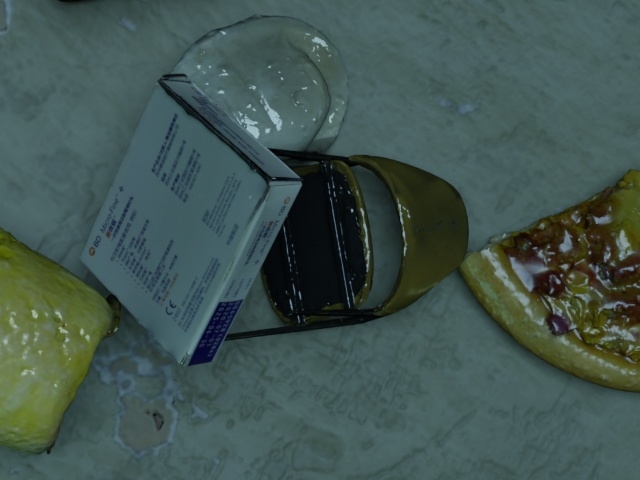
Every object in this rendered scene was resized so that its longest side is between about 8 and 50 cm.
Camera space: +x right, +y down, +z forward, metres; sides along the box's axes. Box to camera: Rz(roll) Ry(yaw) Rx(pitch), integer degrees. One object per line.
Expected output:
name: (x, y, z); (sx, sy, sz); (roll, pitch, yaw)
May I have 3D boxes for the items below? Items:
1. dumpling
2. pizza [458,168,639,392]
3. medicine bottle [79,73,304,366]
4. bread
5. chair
dumpling: (-0.060, -0.143, 1.578); (0.176, 0.092, 0.150); (10, 79, -3)
pizza: (0.291, 0.026, 1.609); (0.289, 0.081, 0.228); (27, 80, -2)
medicine bottle: (-0.120, -0.019, 1.448); (0.171, 0.052, 0.201); (41, 117, 31)
bread: (-0.287, 0.088, 1.484); (0.170, 0.197, 0.197); (25, 80, -16)
chair: (0.000, 0.000, 1.542); (0.247, 0.172, 0.158); (-2, 80, -51)
